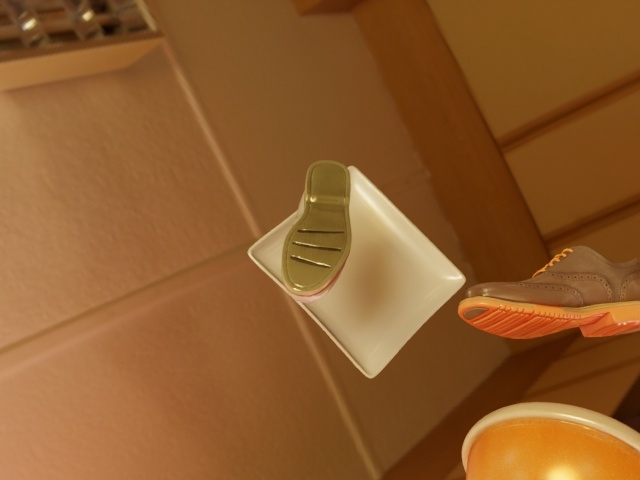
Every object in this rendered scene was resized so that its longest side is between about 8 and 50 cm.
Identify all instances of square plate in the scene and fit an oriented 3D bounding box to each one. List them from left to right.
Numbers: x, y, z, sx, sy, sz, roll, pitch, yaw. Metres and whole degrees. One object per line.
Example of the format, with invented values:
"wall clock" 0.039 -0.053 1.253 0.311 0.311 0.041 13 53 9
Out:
"square plate" 0.075 0.059 2.064 0.344 0.049 0.347 46 -126 5

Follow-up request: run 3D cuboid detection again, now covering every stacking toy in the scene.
"stacking toy" 0.327 0.515 1.523 0.350 0.350 0.480 48 -134 -22

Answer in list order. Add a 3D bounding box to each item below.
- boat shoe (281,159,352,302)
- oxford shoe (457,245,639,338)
"boat shoe" 0.000 0.000 1.748 0.113 0.103 0.302 11 -133 5
"oxford shoe" 0.371 0.080 1.631 0.363 0.130 0.133 4 -110 -27
